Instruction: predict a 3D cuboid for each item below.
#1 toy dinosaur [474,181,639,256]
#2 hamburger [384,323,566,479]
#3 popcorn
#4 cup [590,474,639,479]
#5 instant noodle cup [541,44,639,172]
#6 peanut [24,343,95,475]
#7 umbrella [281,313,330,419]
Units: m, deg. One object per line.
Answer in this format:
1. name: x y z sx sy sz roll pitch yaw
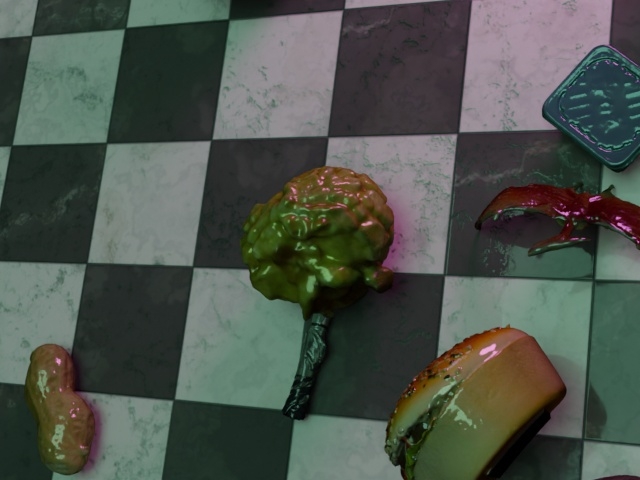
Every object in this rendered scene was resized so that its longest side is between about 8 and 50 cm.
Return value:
1. toy dinosaur: 0.409 -0.015 1.709 0.327 0.113 0.207 -4 36 5
2. hamburger: 0.220 0.257 1.623 0.176 0.300 0.300 43 97 22
3. popcorn: 0.000 0.000 1.841 0.270 0.224 0.258 13 108 12
4. cup: 0.365 0.430 1.526 0.301 0.257 0.227 -4 72 27
5. instant noodle cup: 0.465 -0.206 1.750 0.157 0.070 0.179 -48 61 6
6. peanut: -0.492 0.315 2.066 0.117 0.101 0.263 -24 62 -4
7. umbrella: -0.018 0.218 1.890 0.050 0.046 0.188 12 77 24
